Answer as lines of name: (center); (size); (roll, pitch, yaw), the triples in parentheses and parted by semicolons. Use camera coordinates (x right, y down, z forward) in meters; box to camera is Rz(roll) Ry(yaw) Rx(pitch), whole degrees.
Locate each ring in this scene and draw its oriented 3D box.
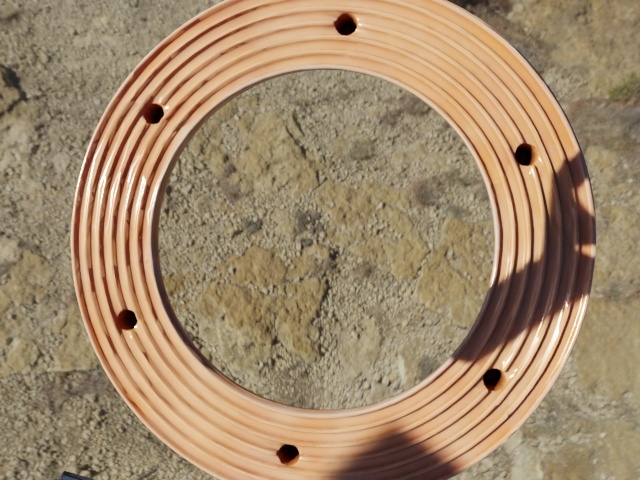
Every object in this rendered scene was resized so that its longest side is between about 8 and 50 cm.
ring: (0.000, 0.000, 0.347); (0.336, 0.032, 0.337); (0, 90, 8)

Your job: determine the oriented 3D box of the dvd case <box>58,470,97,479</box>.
dvd case: (-0.262, 0.320, 0.596); (0.087, 0.119, 0.013); (30, 101, -22)
